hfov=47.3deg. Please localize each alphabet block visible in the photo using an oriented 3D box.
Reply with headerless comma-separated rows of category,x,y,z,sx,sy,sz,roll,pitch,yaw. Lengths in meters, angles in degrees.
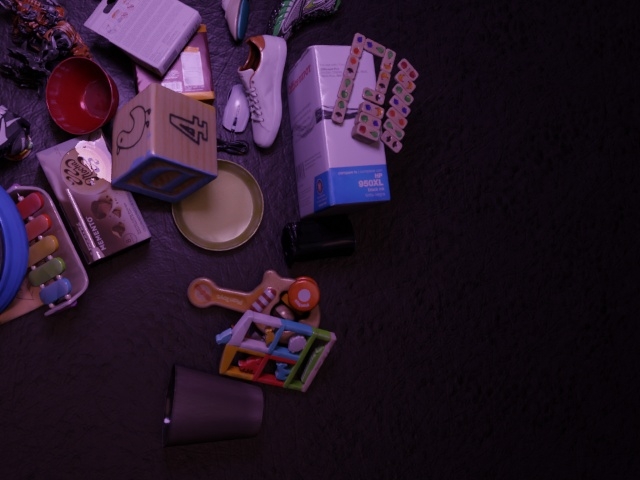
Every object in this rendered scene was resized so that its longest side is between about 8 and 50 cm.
alphabet block,-0.378,-0.231,1.777,0.193,0.192,0.197,17,58,-43

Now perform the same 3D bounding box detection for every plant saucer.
plant saucer,-0.271,-0.092,1.924,0.240,0.037,0.241,1,86,-14

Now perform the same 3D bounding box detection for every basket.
basket,-0.268,0.423,1.831,0.226,0.154,0.205,9,84,-17

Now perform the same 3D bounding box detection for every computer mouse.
computer mouse,-0.228,-0.329,1.951,0.105,0.042,0.193,12,83,-12

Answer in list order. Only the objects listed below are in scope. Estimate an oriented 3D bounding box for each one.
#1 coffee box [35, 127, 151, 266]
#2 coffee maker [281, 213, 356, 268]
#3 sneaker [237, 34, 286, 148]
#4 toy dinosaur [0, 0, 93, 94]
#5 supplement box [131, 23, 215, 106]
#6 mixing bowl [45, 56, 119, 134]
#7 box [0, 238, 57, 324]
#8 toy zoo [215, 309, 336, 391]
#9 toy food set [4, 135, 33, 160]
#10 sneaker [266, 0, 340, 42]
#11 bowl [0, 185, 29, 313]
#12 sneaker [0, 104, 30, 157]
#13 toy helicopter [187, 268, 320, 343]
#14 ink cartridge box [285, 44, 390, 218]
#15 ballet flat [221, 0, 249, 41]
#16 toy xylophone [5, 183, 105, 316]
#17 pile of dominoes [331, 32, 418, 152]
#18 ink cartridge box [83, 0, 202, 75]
coffee box,-0.557,-0.101,1.808,0.168,0.119,0.297,-25,92,-17
coffee maker,0.000,0.000,1.917,0.178,0.171,0.120,-10,89,-15
sneaker,-0.169,-0.388,1.907,0.123,0.105,0.290,-3,104,-36
toy dinosaur,-0.670,-0.490,1.800,0.321,0.164,0.218,31,64,-3
supplement box,-0.382,-0.435,1.874,0.191,0.129,0.194,-7,87,-14
mixing bowl,-0.557,-0.345,1.766,0.181,0.098,0.182,2,96,16
box,-0.723,0.091,1.801,0.201,0.021,0.165,-24,92,-16
toy zoo,-0.129,0.280,1.857,0.293,0.030,0.192,17,116,-23
toy food set,-0.760,-0.241,1.817,0.083,0.020,0.082,44,77,-7
sneaker,-0.026,-0.645,1.982,0.146,0.134,0.344,38,79,-13
bowl,-0.867,0.020,1.669,0.390,0.077,0.392,0,93,6
sneaker,-0.749,-0.233,1.725,0.106,0.078,0.234,20,38,-15
toy helicopter,-0.176,0.184,1.901,0.354,0.140,0.235,13,91,-2
ink cartridge box,0.036,-0.271,1.888,0.166,0.285,0.395,-6,87,-17
ballet flat,-0.222,-0.656,1.968,0.086,0.086,0.249,16,80,-13
toy xylophone,-0.640,0.006,1.723,0.323,0.236,0.081,58,35,4
pile of dominoes,0.143,-0.356,1.762,0.195,0.040,0.251,19,78,-20
ink cartridge box,-0.432,-0.530,1.788,0.224,0.056,0.181,30,77,10
